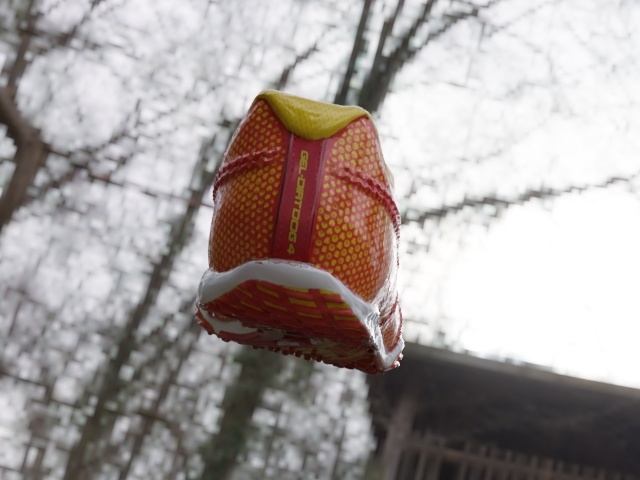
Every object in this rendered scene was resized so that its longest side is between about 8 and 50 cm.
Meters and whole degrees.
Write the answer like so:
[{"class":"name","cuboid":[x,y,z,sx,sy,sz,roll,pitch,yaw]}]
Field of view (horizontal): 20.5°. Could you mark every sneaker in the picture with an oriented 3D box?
[{"class":"sneaker","cuboid":[0.000,0.000,0.493,0.064,0.067,0.175,12,-9,-3]}]
